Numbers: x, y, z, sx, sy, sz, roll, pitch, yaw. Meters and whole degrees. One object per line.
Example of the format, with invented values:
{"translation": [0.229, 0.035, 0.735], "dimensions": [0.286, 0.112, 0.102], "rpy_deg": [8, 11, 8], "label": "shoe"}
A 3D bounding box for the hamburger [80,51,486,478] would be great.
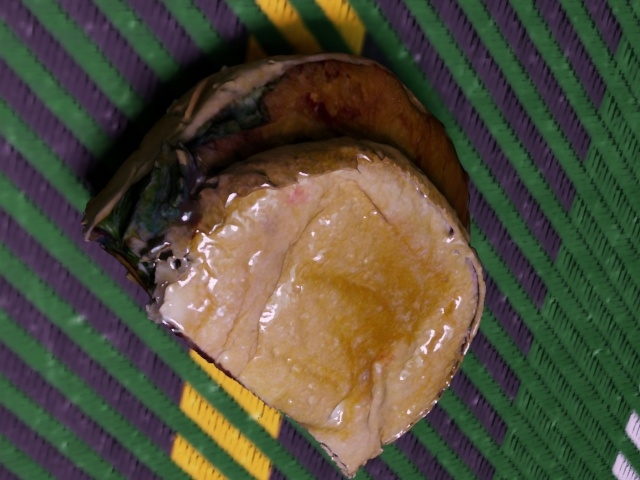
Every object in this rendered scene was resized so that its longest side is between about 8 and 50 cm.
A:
{"translation": [0.000, 0.000, 1.080], "dimensions": [0.211, 0.132, 0.309], "rpy_deg": [-45, 135, -2], "label": "hamburger"}
